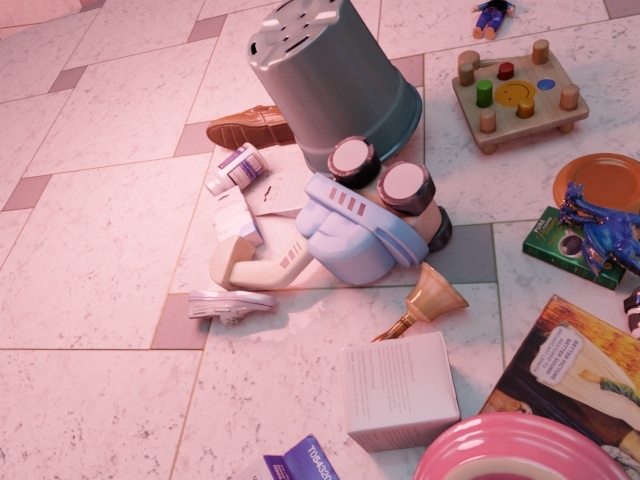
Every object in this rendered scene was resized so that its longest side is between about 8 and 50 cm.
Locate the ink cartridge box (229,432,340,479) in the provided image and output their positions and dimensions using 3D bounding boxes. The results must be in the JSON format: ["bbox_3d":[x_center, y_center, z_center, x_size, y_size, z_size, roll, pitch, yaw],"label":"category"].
[{"bbox_3d":[-0.077,0.545,0.794,0.330,0.071,0.324,-37,52,-5],"label":"ink cartridge box"}]

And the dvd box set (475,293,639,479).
[{"bbox_3d":[0.441,0.312,0.660,0.420,0.062,0.307,33,98,27],"label":"dvd box set"}]

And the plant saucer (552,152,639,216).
[{"bbox_3d":[0.603,-0.115,1.017,0.200,0.037,0.200,-10,55,14],"label":"plant saucer"}]

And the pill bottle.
[{"bbox_3d":[-0.239,-0.186,1.345,0.169,0.094,0.094,-42,53,-11],"label":"pill bottle"}]

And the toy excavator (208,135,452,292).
[{"bbox_3d":[0.000,0.000,1.073,0.433,0.222,0.445,33,81,36],"label":"toy excavator"}]

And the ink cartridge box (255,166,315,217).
[{"bbox_3d":[-0.079,-0.123,1.288,0.179,0.045,0.145,-9,53,36],"label":"ink cartridge box"}]

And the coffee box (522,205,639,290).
[{"bbox_3d":[0.516,0.011,0.959,0.184,0.040,0.113,27,69,33],"label":"coffee box"}]

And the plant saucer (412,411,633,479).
[{"bbox_3d":[0.273,0.412,0.653,0.332,0.084,0.332,-2,85,28],"label":"plant saucer"}]

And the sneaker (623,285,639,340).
[{"bbox_3d":[0.643,0.110,0.818,0.217,0.079,0.121,-6,56,18],"label":"sneaker"}]

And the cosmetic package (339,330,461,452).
[{"bbox_3d":[0.144,0.271,0.847,0.184,0.151,0.151,-12,53,11],"label":"cosmetic package"}]

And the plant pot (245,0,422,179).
[{"bbox_3d":[0.021,-0.378,1.135,0.341,0.334,0.341,-18,50,23],"label":"plant pot"}]

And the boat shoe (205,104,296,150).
[{"bbox_3d":[-0.184,-0.342,1.436,0.307,0.110,0.104,1,53,9],"label":"boat shoe"}]

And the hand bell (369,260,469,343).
[{"bbox_3d":[0.163,0.169,0.958,0.242,0.126,0.126,-45,53,2],"label":"hand bell"}]

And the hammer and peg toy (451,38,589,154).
[{"bbox_3d":[0.476,-0.398,1.203,0.266,0.127,0.361,-14,53,11],"label":"hammer and peg toy"}]

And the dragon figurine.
[{"bbox_3d":[0.527,0.010,0.873,0.144,0.085,0.289,-8,52,16],"label":"dragon figurine"}]

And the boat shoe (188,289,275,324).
[{"bbox_3d":[-0.207,0.159,1.115,0.226,0.083,0.075,-1,75,27],"label":"boat shoe"}]

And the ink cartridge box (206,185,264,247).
[{"bbox_3d":[-0.226,-0.049,1.266,0.104,0.060,0.180,-27,52,2],"label":"ink cartridge box"}]

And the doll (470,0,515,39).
[{"bbox_3d":[0.513,-0.681,1.440,0.129,0.046,0.189,17,65,28],"label":"doll"}]
